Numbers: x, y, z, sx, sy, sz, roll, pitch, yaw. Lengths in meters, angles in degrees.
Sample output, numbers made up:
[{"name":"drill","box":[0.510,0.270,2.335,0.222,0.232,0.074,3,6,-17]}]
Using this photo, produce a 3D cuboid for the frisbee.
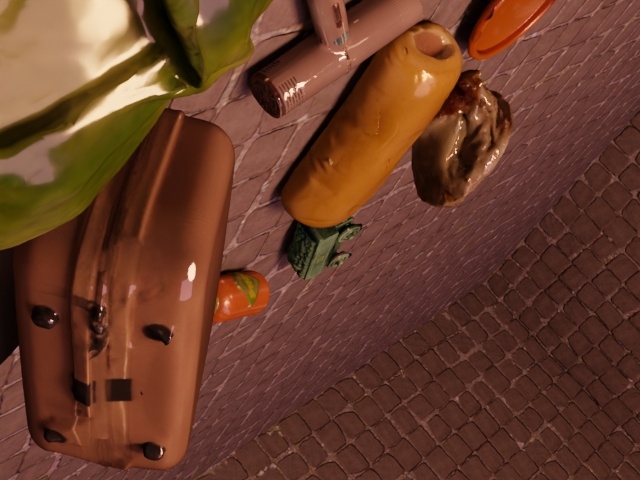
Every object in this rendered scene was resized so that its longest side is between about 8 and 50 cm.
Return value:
[{"name":"frisbee","box":[0.260,-0.317,1.240,0.192,0.035,0.192,-37,165,-12]}]

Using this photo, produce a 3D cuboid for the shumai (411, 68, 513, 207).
[{"name":"shumai","box":[0.179,-0.153,1.346,0.201,0.120,0.201,-43,-150,33]}]

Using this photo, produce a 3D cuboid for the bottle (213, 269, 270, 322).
[{"name":"bottle","box":[-0.141,0.081,1.299,0.069,0.069,0.187,-48,164,22]}]

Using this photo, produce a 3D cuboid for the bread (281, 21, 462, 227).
[{"name":"bread","box":[0.066,-0.133,1.184,0.142,0.091,0.305,-31,163,-51]}]

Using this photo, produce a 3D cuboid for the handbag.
[{"name":"handbag","box":[-0.157,0.018,0.810,0.302,0.149,0.283,101,-2,-46]}]

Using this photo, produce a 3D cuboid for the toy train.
[{"name":"toy train","box":[0.000,0.000,1.425,0.099,0.070,0.172,-27,161,-22]}]

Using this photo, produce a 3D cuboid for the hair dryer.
[{"name":"hair dryer","box":[0.019,-0.236,0.880,0.195,0.053,0.220,-37,157,-19]}]

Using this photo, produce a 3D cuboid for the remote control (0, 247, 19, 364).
[{"name":"remote control","box":[-0.351,0.085,0.726,0.332,0.103,0.221,-27,157,-51]}]

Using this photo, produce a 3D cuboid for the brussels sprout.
[{"name":"brussels sprout","box":[-0.151,-0.121,0.418,0.259,0.227,0.294,-38,-167,-16]}]
